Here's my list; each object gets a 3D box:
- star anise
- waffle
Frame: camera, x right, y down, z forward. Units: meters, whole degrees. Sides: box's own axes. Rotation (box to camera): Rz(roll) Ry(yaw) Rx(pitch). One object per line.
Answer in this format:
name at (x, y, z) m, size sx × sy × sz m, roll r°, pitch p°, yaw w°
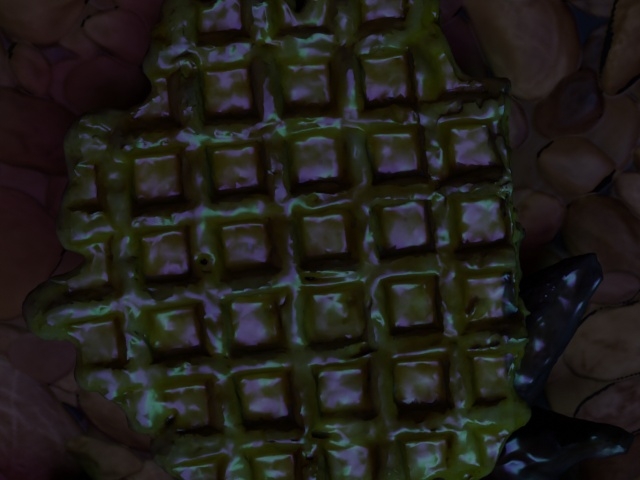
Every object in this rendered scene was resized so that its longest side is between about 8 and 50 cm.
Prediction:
star anise at (0.055, 0.129, 0.901) m, size 0.292 × 0.109 × 0.350 m, roll -11°, pitch 113°, yaw -1°
waffle at (0.000, 0.000, 0.795) m, size 0.307 × 0.060 × 0.312 m, roll 28°, pitch 92°, yaw -6°
